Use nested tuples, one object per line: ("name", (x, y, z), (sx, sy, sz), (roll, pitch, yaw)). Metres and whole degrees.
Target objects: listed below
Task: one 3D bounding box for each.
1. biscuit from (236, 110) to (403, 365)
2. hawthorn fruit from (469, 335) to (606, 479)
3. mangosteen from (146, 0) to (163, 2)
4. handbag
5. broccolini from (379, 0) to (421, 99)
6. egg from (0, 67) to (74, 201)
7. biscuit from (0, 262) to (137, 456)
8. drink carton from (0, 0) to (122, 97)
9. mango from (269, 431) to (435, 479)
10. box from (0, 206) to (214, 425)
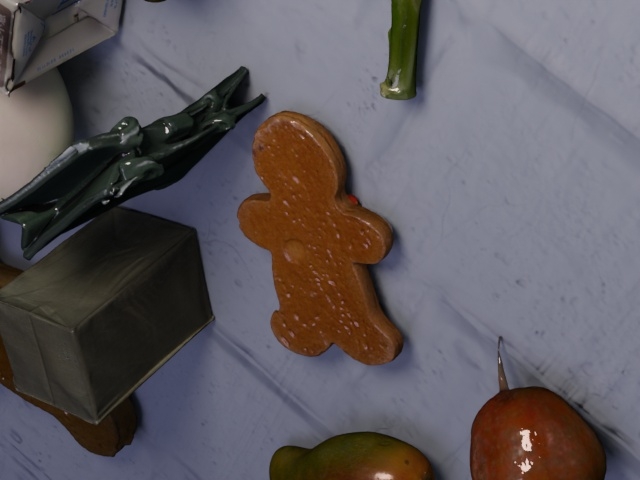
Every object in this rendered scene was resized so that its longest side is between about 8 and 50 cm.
("biscuit", (0.001, -0.001, 1.522), (0.205, 0.049, 0.324), (6, 125, 37))
("hawthorn fruit", (0.213, 0.223, 1.442), (0.189, 0.149, 0.149), (42, 140, 5))
("mangosteen", (-0.175, -0.320, 1.346), (0.200, 0.200, 0.200), (23, 134, 26))
("handbag", (-0.209, -0.087, 1.487), (0.260, 0.247, 0.079), (-27, 95, 50))
("broccolini", (0.085, -0.282, 1.200), (0.079, 0.074, 0.392), (29, 135, 31))
("egg", (-0.454, -0.163, 1.614), (0.345, 0.283, 0.283), (25, 135, 13))
("biscuit", (-0.440, 0.120, 1.995), (0.394, 0.076, 0.368), (22, 133, 24))
("drink carton", (-0.390, -0.317, 1.498), (0.324, 0.194, 0.132), (34, 133, 16))
("mango", (0.033, 0.316, 1.692), (0.146, 0.129, 0.289), (52, 148, -8))
("box", (-0.271, 0.087, 1.690), (0.155, 0.231, 0.149), (17, 131, 32))
